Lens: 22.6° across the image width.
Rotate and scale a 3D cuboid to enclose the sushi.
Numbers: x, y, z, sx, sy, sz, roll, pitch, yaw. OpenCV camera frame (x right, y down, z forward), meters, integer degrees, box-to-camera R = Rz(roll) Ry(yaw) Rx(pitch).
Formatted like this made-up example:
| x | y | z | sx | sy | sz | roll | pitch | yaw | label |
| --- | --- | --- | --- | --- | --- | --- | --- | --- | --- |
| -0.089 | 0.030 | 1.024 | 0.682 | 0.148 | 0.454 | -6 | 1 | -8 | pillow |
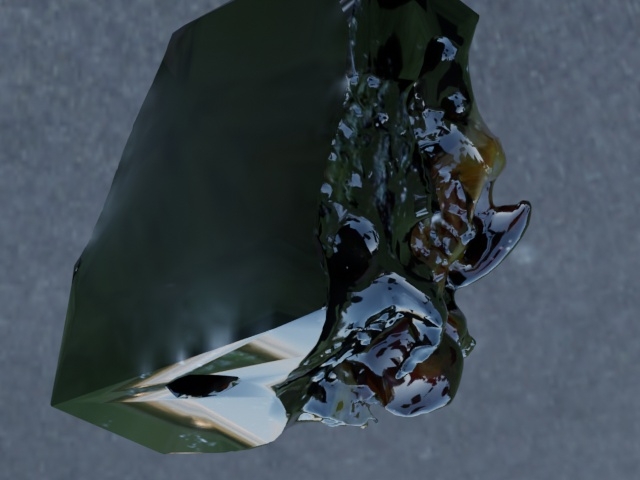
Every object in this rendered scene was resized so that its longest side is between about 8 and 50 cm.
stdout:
| x | y | z | sx | sy | sz | roll | pitch | yaw | label |
| --- | --- | --- | --- | --- | --- | --- | --- | --- | --- |
| 0.000 | -0.001 | 0.915 | 0.215 | 0.227 | 0.212 | -20 | 142 | 38 | sushi |
